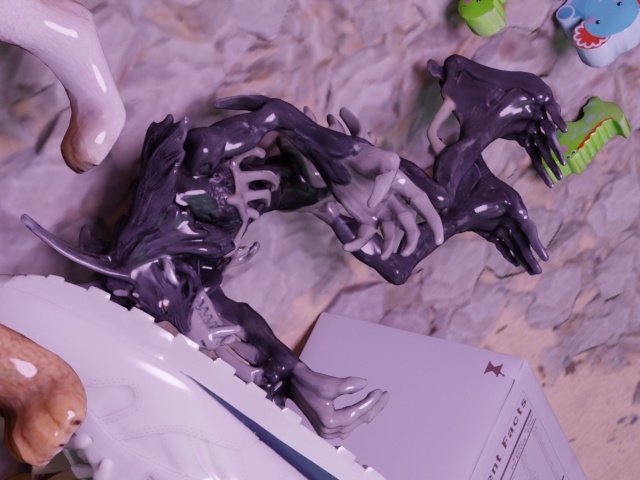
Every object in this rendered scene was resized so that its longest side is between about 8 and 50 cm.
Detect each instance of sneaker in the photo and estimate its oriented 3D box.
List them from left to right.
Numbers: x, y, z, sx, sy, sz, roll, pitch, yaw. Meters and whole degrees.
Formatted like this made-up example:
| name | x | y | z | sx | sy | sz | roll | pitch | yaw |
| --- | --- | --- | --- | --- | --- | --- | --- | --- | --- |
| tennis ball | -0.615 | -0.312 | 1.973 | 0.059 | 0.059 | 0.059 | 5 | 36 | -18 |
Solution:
| name | x | y | z | sx | sy | sz | roll | pitch | yaw |
| --- | --- | --- | --- | --- | --- | --- | --- | --- | --- |
| sneaker | -0.064 | 0.100 | 0.694 | 0.235 | 0.090 | 0.095 | 36 | 77 | -14 |

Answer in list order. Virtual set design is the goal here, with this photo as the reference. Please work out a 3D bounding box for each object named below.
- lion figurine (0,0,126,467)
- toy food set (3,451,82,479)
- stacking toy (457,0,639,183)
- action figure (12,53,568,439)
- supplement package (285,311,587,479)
| name | x | y | z | sx | sy | sz | roll | pitch | yaw |
| --- | --- | --- | --- | --- | --- | --- | --- | --- | --- |
| lion figurine | -0.168 | -0.058 | 0.531 | 0.240 | 0.392 | 0.142 | 36 | 138 | -25 |
| toy food set | -0.108 | 0.127 | 0.818 | 0.132 | 0.038 | 0.192 | -8 | 150 | -25 |
| stacking toy | 0.185 | -0.144 | 0.855 | 0.221 | 0.052 | 0.167 | -43 | 139 | -2 |
| action figure | 0.000 | 0.000 | 0.758 | 0.276 | 0.141 | 0.164 | -19 | 144 | -29 |
| supplement package | 0.069 | 0.170 | 0.923 | 0.139 | 0.134 | 0.244 | -62 | 145 | -25 |
